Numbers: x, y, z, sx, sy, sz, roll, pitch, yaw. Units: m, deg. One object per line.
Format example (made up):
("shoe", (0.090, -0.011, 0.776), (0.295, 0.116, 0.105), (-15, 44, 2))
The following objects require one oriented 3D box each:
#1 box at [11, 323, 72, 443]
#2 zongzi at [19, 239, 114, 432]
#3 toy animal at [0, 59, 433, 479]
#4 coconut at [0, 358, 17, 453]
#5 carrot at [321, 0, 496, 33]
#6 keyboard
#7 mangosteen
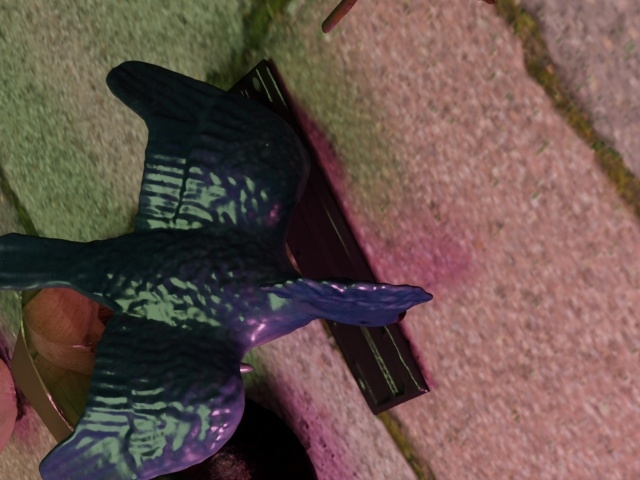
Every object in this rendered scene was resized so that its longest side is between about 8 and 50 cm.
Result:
("box", (-0.177, 0.087, 1.232), (0.091, 0.031, 0.126), (51, 144, 22))
("zongzi", (-0.130, 0.095, 1.076), (0.178, 0.081, 0.189), (-141, 29, -86))
("toy animal", (-0.066, 0.017, 0.912), (0.176, 0.255, 0.239), (80, -162, -71))
("coconut", (-0.297, 0.129, 1.354), (0.122, 0.116, 0.116), (18, 124, 54))
("carrot", (-0.037, -0.212, 0.689), (0.331, 0.193, 0.214), (40, 102, 28))
("keyboard", (0.000, 0.000, 0.945), (0.198, 0.010, 0.063), (64, 149, 4))
("mangosteen", (-0.074, 0.165, 1.030), (0.152, 0.152, 0.152), (33, 135, 40))
